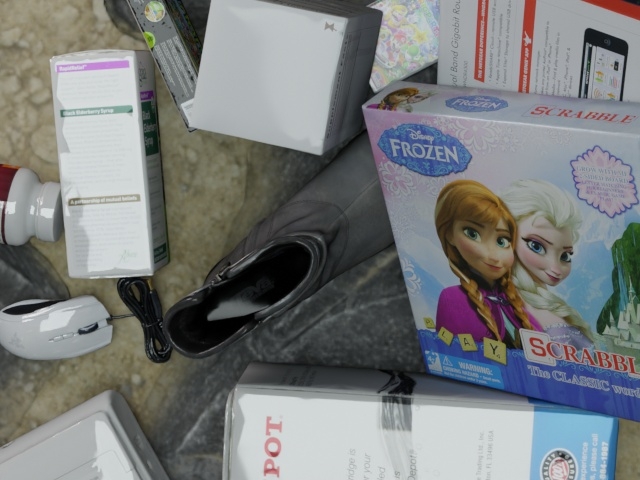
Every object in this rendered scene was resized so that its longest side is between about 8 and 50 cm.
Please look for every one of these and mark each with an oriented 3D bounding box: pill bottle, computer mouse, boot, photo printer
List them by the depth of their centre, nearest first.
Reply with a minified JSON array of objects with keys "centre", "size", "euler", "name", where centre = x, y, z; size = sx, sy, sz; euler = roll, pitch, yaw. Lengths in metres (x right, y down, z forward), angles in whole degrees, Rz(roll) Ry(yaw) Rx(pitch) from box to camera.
[{"centre":[0.000,0.000,1.750],"size":[0.338,0.223,0.118],"euler":[-43,90,8],"name":"boot"},{"centre":[-0.353,-0.041,1.846],"size":[0.152,0.086,0.086],"euler":[9,97,3],"name":"pill bottle"},{"centre":[-0.263,0.097,1.867],"size":[0.193,0.042,0.106],"euler":[-10,115,8],"name":"computer mouse"},{"centre":[-0.296,0.341,1.874],"size":[0.307,0.107,0.256],"euler":[-29,93,8],"name":"photo printer"}]

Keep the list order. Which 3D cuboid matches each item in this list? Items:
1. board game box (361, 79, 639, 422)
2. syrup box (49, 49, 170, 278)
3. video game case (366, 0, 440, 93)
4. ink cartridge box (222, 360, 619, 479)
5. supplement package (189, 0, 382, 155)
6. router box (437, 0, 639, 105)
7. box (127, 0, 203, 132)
[{"centre":[0.210,0.011,1.655],"size":[0.318,0.066,0.318],"euler":[9,125,41],"name":"board game box"},{"centre":[-0.222,-0.083,1.825],"size":[0.096,0.093,0.237],"euler":[-3,96,6],"name":"syrup box"},{"centre":[0.092,-0.222,1.824],"size":[0.122,0.011,0.087],"euler":[-27,93,7],"name":"video game case"},{"centre":[0.099,0.287,1.803],"size":[0.395,0.166,0.285],"euler":[4,96,4],"name":"ink cartridge box"},{"centre":[-0.029,-0.174,1.715],"size":[0.134,0.244,0.139],"euler":[12,100,8],"name":"supplement package"},{"centre":[0.254,-0.101,1.646],"size":[0.301,0.082,0.335],"euler":[26,135,30],"name":"router box"},{"centre":[-0.157,-0.215,1.795],"size":[0.036,0.114,0.207],"euler":[-24,95,7],"name":"box"}]
